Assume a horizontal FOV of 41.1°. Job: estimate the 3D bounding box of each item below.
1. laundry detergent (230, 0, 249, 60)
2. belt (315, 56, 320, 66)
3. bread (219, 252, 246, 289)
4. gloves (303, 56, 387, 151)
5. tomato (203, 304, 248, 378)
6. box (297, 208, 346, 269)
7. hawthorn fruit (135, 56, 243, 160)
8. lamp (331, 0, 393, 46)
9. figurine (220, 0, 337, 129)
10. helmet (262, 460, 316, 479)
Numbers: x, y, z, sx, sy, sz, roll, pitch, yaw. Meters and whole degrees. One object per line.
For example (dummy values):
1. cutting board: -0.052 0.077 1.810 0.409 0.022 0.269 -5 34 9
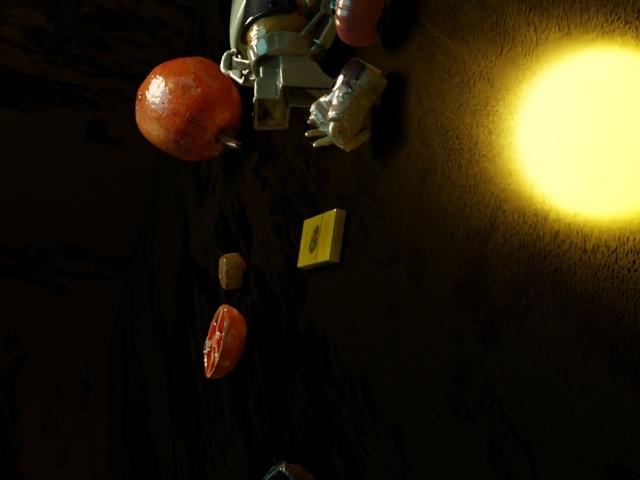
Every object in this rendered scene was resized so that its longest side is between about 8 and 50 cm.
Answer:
1. laundry detergent: -0.135 -0.615 2.009 0.397 0.125 0.264 -97 25 -47
2. belt: -0.026 -0.329 1.663 0.083 0.036 0.059 130 153 -54
3. bread: -0.191 0.068 1.879 0.085 0.053 0.085 178 90 -72
4. gloves: 0.044 -0.205 1.307 0.144 0.094 0.110 -45 45 28
5. tomato: -0.190 0.215 1.765 0.155 0.069 0.155 -166 90 -73
6. box: 0.000 0.000 1.422 0.155 0.023 0.086 164 113 -69
7. hawthorn fruit: -0.306 -0.314 2.160 0.307 0.276 0.276 43 125 34
8. lamp: 0.065 -0.354 1.329 0.107 0.092 0.107 18 -90 -76
9. figurine: -0.067 -0.363 1.568 0.143 0.309 0.308 37 -122 -66
10. helmet: -0.039 0.385 1.241 0.098 0.070 0.123 -44 41 45
